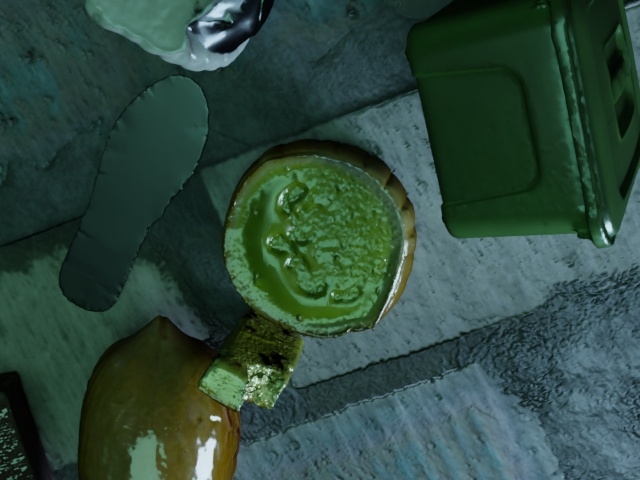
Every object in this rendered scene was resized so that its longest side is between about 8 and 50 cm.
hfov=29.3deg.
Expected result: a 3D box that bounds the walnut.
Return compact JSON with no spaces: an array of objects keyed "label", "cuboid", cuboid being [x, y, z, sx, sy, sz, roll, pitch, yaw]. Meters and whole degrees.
[{"label":"walnut","cuboid":[-0.186,0.230,1.437,0.203,0.203,0.298,10,106,5]}]

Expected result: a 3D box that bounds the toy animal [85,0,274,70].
[{"label":"toy animal","cuboid":[-0.142,-0.292,1.282,0.204,0.156,0.208,25,93,3]}]

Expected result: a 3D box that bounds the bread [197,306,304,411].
[{"label":"bread","cuboid":[-0.073,0.137,1.373,0.088,0.226,0.049,36,104,-3]}]

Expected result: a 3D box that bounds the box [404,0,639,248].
[{"label":"box","cuboid":[0.208,-0.141,1.201,0.177,0.328,0.253,-9,105,24]}]

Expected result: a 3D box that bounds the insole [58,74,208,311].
[{"label":"insole","cuboid":[-0.223,-0.052,1.447,0.109,0.007,0.322,28,110,0]}]

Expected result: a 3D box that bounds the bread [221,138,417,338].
[{"label":"bread","cuboid":[0.000,0.000,1.399,0.236,0.070,0.236,2,107,7]}]

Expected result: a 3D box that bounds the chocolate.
[{"label":"chocolate","cuboid":[-0.393,0.313,1.542,0.112,0.112,0.321,-16,105,5]}]
